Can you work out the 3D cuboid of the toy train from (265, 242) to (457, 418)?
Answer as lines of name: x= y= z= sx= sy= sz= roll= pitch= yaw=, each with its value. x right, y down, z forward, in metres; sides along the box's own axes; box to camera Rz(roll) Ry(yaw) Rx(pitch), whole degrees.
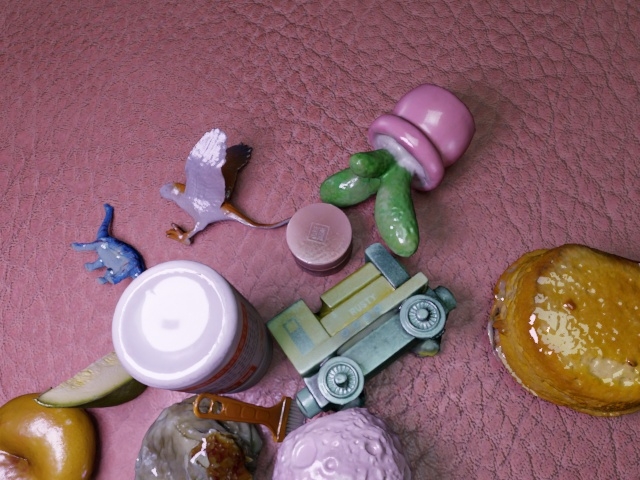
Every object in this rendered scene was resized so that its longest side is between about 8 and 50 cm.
toy train: x=0.085 y=0.184 z=1.003 sx=0.397 sy=0.160 sz=0.253 roll=-34 pitch=63 yaw=-9

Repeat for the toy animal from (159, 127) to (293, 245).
toy animal: x=-0.225 y=-0.080 z=1.159 sx=0.302 sy=0.225 sz=0.284 roll=-41 pitch=93 yaw=4

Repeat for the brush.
brush: x=-0.123 y=0.331 z=0.901 sx=0.017 sy=0.314 sz=0.090 roll=-4 pitch=65 yaw=36

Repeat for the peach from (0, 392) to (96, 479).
peach: x=-0.584 y=0.441 z=0.969 sx=0.251 sy=0.153 sz=0.251 roll=-4 pitch=71 yaw=11

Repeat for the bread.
bread: x=0.534 y=0.161 z=0.947 sx=0.358 sy=0.204 sz=0.337 roll=15 pitch=68 yaw=12

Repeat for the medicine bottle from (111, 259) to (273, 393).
medicine bottle: x=-0.216 y=0.187 z=0.908 sx=0.211 sy=0.371 sz=0.211 roll=-2 pitch=69 yaw=4

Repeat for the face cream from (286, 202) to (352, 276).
face cream: x=0.000 y=0.000 z=1.096 sx=0.149 sy=0.104 sz=0.149 roll=-1 pitch=70 yaw=4

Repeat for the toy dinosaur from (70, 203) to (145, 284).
toy dinosaur: x=-0.493 y=0.047 z=1.134 sx=0.144 sy=0.076 sz=0.329 roll=-27 pitch=66 yaw=-39

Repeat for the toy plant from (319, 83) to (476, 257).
toy plant: x=0.193 y=-0.171 z=1.072 sx=0.356 sy=0.211 sz=0.317 roll=-43 pitch=49 yaw=-11

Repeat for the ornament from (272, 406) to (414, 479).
ornament: x=0.042 y=0.442 z=0.858 sx=0.259 sy=0.259 sz=0.225 roll=-22 pitch=60 yaw=-3

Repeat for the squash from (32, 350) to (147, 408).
squash: x=-0.429 y=0.270 z=0.958 sx=0.093 sy=0.252 sz=0.169 roll=25 pitch=74 yaw=11

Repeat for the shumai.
shumai: x=-0.255 y=0.419 z=0.913 sx=0.260 sy=0.222 sz=0.225 roll=-23 pitch=73 yaw=1
